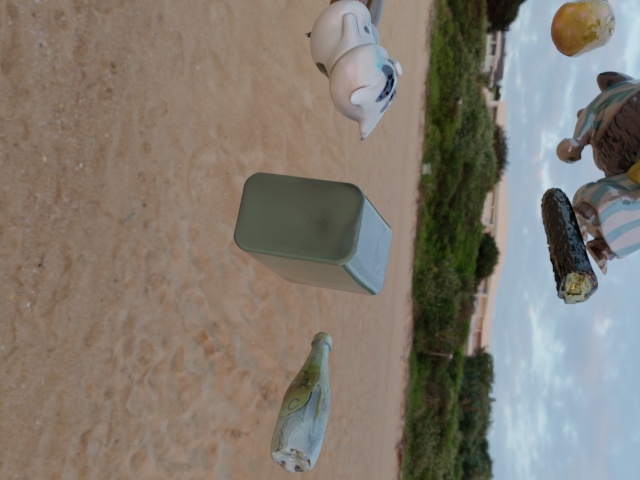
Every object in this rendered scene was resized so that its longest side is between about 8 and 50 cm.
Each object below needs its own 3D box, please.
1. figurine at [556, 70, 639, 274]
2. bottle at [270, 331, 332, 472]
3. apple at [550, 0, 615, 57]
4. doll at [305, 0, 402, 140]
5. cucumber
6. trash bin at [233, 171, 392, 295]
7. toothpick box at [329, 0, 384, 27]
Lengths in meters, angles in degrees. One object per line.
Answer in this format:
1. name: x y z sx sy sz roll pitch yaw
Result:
1. figurine: 0.619 -0.167 1.174 0.266 0.361 0.378 48 13 -25
2. bottle: -0.019 0.264 0.990 0.270 0.083 0.083 -72 164 -51
3. apple: 0.611 -0.494 1.334 0.146 0.146 0.147 5 90 -81
4. doll: 0.050 -0.249 0.806 0.110 0.106 0.181 44 21 -60
5. cucumber: 0.420 -0.010 0.992 0.067 0.067 0.245 83 8 -51
6. trash bin: 0.000 0.000 1.047 0.343 0.222 0.159 37 62 -76
7. toothpick box: 0.131 -0.730 1.544 0.192 0.192 0.295 -73 -174 -53
